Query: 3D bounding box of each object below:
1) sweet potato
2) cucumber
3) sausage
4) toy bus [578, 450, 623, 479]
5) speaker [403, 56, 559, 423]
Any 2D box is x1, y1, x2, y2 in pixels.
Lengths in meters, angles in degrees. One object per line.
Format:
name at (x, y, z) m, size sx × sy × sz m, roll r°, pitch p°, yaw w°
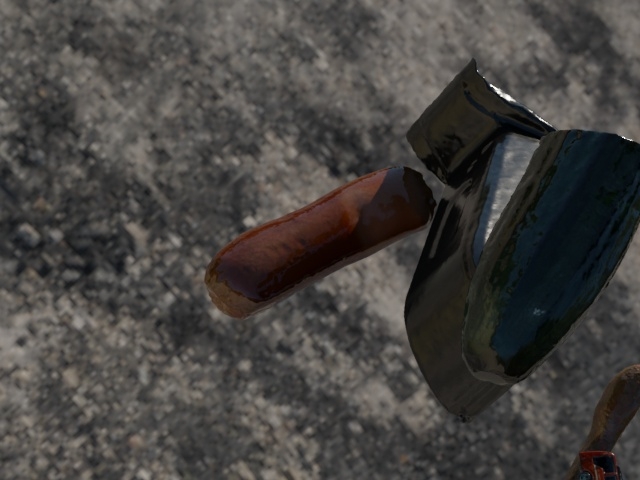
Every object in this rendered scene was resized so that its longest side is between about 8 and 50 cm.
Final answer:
sweet potato at (0.350, 0.245, 1.656) m, size 0.050 × 0.214 × 0.050 m, roll 31°, pitch -12°, yaw 7°
cucumber at (0.200, 0.014, 1.122) m, size 0.115 × 0.063 × 0.244 m, roll 29°, pitch 74°, yaw 2°
sausage at (0.000, 0.000, 1.527) m, size 0.300 × 0.083 × 0.089 m, roll -26°, pitch 73°, yaw -22°
toy bus at (0.271, 0.254, 1.263) m, size 0.031 × 0.043 × 0.110 m, roll 67°, pitch 17°, yaw -55°
speaker at (0.169, -0.011, 1.439) m, size 0.184 × 0.180 × 0.388 m, roll 34°, pitch 36°, yaw -10°
